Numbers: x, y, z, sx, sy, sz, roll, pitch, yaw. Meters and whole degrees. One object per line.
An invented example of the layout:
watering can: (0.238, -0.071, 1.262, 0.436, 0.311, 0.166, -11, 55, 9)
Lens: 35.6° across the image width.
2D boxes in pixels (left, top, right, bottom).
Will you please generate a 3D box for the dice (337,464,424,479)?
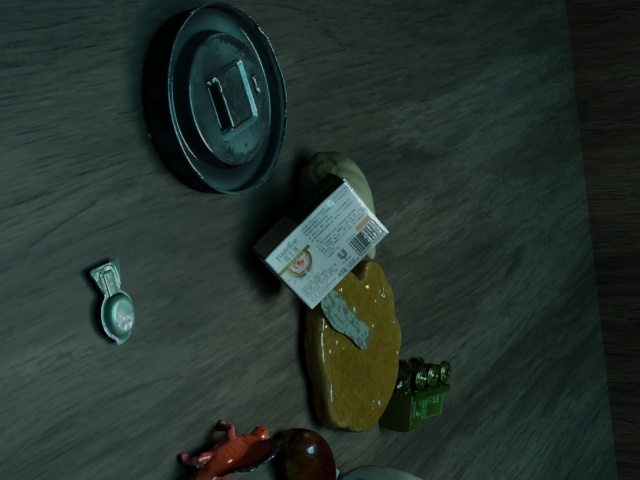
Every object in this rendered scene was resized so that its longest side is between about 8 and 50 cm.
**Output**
dice: (0.120, 0.552, 1.886, 0.193, 0.192, 0.194, 62, 39, -42)

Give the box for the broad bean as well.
broad bean: (-0.021, 0.404, 1.788, 0.114, 0.084, 0.165, -37, 128, -32)

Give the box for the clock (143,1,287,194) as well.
clock: (-0.164, -0.226, 1.607, 0.313, 0.061, 0.312, 5, 84, -57)

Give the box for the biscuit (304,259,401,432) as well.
biscuit: (0.063, 0.194, 1.950, 0.312, 0.057, 0.351, -34, 116, -54)

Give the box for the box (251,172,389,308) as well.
box: (0.000, 0.000, 1.728, 0.199, 0.081, 0.135, -45, 117, -7)

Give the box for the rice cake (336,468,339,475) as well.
rice cake: (-0.008, 0.498, 1.845, 0.042, 0.030, 0.180, 54, 45, -34)

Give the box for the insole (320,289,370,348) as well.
insole: (0.047, 0.148, 1.870, 0.193, 0.006, 0.065, 45, 51, -47)

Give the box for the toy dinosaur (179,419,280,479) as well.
toy dinosaur: (-0.148, 0.356, 1.531, 0.286, 0.139, 0.070, -33, 115, -53)

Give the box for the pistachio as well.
pistachio: (0.038, -0.061, 1.851, 0.152, 0.126, 0.223, -64, 133, -84)

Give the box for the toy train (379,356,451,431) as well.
toy train: (0.208, 0.328, 2.150, 0.225, 0.090, 0.137, 1, 95, -58)

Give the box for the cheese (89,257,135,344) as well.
cheese: (-0.292, 0.090, 1.422, 0.067, 0.026, 0.120, -32, 115, -54)
